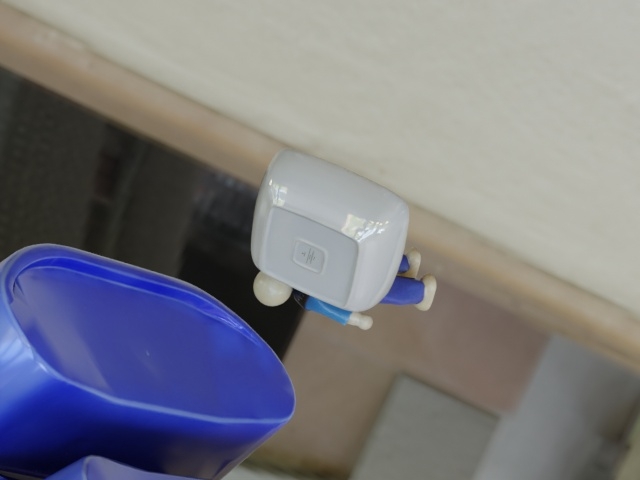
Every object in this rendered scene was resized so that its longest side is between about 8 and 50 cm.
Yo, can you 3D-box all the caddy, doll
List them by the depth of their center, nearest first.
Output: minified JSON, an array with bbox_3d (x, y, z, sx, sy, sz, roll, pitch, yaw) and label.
[{"bbox_3d":[-0.127,0.148,1.013,0.341,0.179,0.241,21,-144,-59],"label":"caddy"},{"bbox_3d":[0.022,0.042,1.834,0.189,0.046,0.129,0,-136,-31],"label":"doll"}]

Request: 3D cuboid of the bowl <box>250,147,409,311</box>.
[{"bbox_3d":[0.000,0.000,1.687,0.142,0.053,0.142,25,137,12],"label":"bowl"}]
